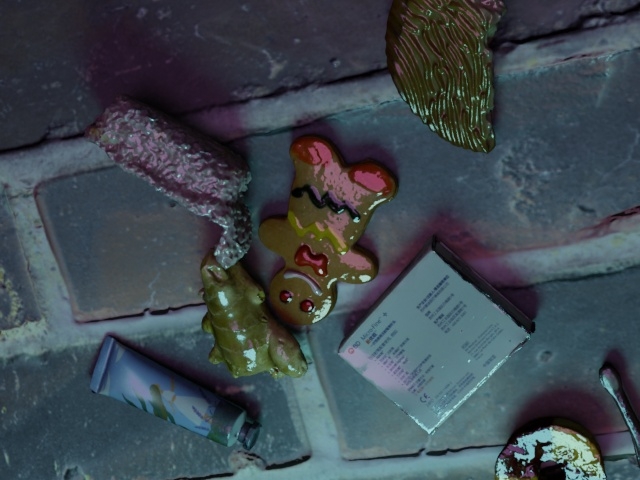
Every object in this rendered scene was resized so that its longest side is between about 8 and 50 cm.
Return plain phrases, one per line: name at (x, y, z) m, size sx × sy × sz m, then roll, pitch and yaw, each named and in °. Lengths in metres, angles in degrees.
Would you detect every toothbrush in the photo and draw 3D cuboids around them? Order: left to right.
toothbrush at (0.431, 0.313, 1.331) m, size 0.041 × 0.041 × 0.364 m, roll -26°, pitch 97°, yaw 21°

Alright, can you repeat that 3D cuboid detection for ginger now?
ginger at (-0.107, 0.106, 1.401) m, size 0.205 × 0.081 × 0.115 m, roll 57°, pitch 144°, yaw -7°

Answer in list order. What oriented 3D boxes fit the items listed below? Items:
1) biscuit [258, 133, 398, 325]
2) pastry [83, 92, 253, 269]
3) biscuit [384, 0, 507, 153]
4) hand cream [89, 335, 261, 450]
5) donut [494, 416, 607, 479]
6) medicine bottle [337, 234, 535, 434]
biscuit at (0.000, 0.000, 1.362) m, size 0.165 × 0.036 × 0.250 m, roll 24°, pitch 111°, yaw 9°
pastry at (-0.174, -0.093, 1.346) m, size 0.265 × 0.103 × 0.112 m, roll 42°, pitch 105°, yaw 4°
biscuit at (0.154, -0.205, 1.228) m, size 0.176 × 0.031 × 0.228 m, roll -25°, pitch 102°, yaw 44°
hand cream at (-0.202, 0.220, 1.480) m, size 0.256 × 0.055 × 0.088 m, roll 24°, pitch 107°, yaw 15°
donut at (0.292, 0.287, 1.351) m, size 0.140 × 0.059 × 0.140 m, roll 5°, pitch 108°, yaw 15°
medicine bottle at (0.142, 0.122, 1.348) m, size 0.171 × 0.052 × 0.201 m, roll 40°, pitch 113°, yaw 1°
